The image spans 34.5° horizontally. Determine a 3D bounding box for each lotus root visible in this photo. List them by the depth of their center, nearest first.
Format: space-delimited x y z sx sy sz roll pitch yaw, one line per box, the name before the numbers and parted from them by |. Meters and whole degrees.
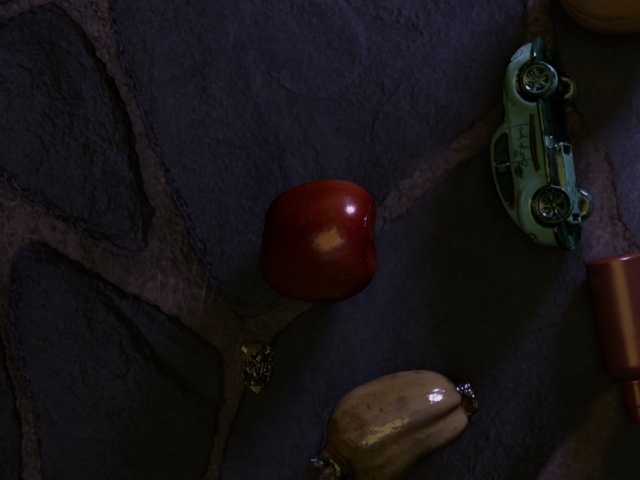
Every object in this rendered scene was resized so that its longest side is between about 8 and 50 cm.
lotus root | 0.104 0.275 1.494 0.257 0.140 0.154 -23 116 -2

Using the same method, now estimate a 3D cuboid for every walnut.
walnut | 0.438 -0.385 1.444 0.226 0.193 0.193 -7 88 7

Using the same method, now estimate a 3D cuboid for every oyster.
oyster | -0.098 0.194 1.576 0.054 0.019 0.083 -2 89 6

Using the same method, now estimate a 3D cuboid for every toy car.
toy car | 0.307 -0.131 1.482 0.125 0.136 0.306 -10 87 28

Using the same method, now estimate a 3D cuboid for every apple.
apple | 0.000 0.000 1.491 0.168 0.181 0.181 6 90 7

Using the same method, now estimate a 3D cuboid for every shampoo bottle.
shampoo bottle | 0.442 0.141 1.485 0.085 0.085 0.244 -12 90 6
